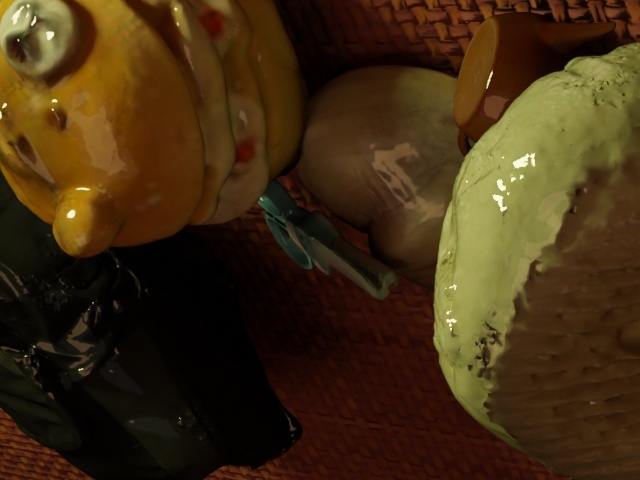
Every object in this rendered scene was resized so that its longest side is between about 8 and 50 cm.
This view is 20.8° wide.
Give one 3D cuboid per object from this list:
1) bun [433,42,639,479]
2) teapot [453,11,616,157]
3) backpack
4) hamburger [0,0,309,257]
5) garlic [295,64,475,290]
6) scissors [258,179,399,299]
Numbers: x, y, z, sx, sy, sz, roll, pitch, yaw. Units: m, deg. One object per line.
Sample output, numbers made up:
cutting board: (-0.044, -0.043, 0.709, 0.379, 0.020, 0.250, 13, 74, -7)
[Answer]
bun: (0.226, 0.004, 1.251, 0.211, 0.359, 0.360, -116, 9, -46)
teapot: (0.164, -0.110, 1.322, 0.116, 0.116, 0.173, 32, 134, 4)
backpack: (-0.221, 0.083, 1.714, 0.446, 0.255, 0.363, 50, 159, -21)
hamburger: (-0.173, -0.120, 1.421, 0.276, 0.237, 0.276, 30, 137, 33)
garlic: (0.072, -0.049, 1.463, 0.217, 0.110, 0.228, 35, 145, 5)
scissors: (0.000, 0.000, 1.549, 0.125, 0.030, 0.256, 58, 167, -29)
